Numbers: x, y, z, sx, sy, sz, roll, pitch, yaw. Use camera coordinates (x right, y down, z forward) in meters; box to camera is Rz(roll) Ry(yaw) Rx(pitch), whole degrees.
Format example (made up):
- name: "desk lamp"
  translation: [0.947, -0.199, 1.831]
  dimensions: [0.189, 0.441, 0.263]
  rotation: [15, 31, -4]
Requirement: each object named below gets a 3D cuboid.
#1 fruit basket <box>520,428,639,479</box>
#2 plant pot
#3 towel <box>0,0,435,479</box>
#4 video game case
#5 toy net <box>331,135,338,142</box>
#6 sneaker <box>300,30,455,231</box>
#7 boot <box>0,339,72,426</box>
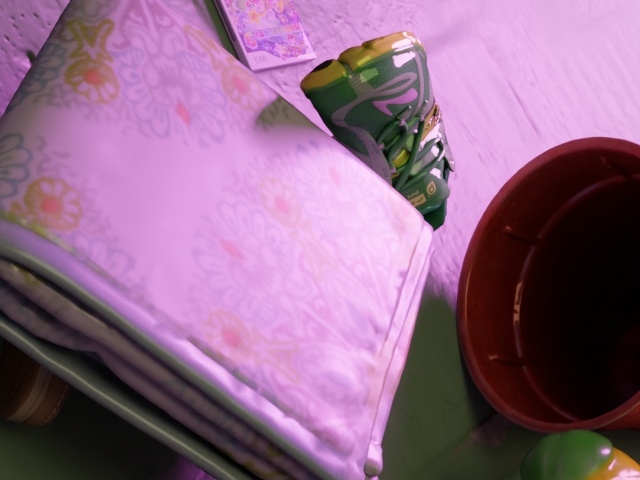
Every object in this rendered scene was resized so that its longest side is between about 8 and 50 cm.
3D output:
- name: "fruit basket"
  translation: [0.268, 0.332, 1.392]
  dimensions: [0.392, 0.283, 0.392]
  rotation: [4, 84, -36]
- name: "plant pot"
  translation: [0.315, 0.070, 1.644]
  dimensions: [0.265, 0.272, 0.272]
  rotation: [19, 57, -42]
- name: "towel"
  translation: [-0.082, 0.008, 1.319]
  dimensions: [0.374, 0.090, 0.320]
  rotation: [39, 40, -19]
- name: "video game case"
  translation: [-0.059, -0.216, 1.629]
  dimensions: [0.087, 0.011, 0.122]
  rotation: [-17, 80, -44]
- name: "toy net"
  translation: [0.000, 0.000, 1.503]
  dimensions: [0.122, 0.045, 0.232]
  rotation: [67, 15, -58]
- name: "sneaker"
  translation: [0.068, -0.086, 1.505]
  dimensions: [0.123, 0.109, 0.295]
  rotation: [65, 6, 22]
- name: "boot"
  translation: [-0.129, 0.069, 1.370]
  dimensions: [0.203, 0.095, 0.262]
  rotation: [36, 45, -22]
